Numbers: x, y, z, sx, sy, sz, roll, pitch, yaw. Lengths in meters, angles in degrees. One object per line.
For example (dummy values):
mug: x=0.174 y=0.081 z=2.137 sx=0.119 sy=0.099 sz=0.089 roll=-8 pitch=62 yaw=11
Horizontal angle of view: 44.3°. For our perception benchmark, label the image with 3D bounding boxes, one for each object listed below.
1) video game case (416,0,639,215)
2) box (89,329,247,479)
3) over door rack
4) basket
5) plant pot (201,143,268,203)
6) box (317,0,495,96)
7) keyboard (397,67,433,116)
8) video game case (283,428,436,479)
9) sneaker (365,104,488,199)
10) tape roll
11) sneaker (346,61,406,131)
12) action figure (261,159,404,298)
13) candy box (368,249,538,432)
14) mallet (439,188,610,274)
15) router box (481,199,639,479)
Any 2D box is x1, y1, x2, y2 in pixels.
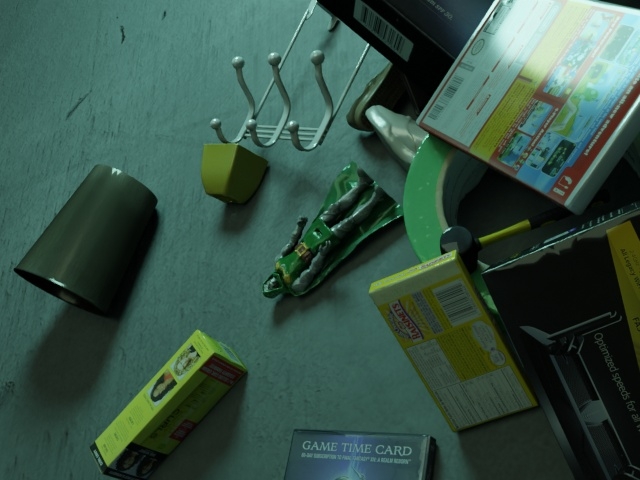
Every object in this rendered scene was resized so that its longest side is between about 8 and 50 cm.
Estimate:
video game case: x=0.236 y=-0.167 z=0.845 sx=0.204 sy=0.025 sz=0.285 roll=-57 pitch=34 yaw=8
box: x=-0.216 y=0.240 z=1.122 sx=0.232 sy=0.087 sz=0.058 roll=-47 pitch=48 yaw=0
over door rack: x=-0.022 y=-0.289 z=1.254 sx=0.240 sy=0.108 sz=0.324 roll=14 pitch=63 yaw=51
basket: x=-0.393 y=-0.005 z=1.369 sx=0.204 sy=0.154 sz=0.226 roll=12 pitch=67 yaw=40
plant pot: x=-0.149 y=-0.107 z=1.301 sx=0.081 sy=0.081 sz=0.083 roll=5 pitch=78 yaw=38
box: x=0.172 y=-0.398 z=1.071 sx=0.296 sy=0.183 sz=0.294 roll=40 pitch=85 yaw=3
keyboard: x=0.156 y=-0.278 z=1.167 sx=0.100 sy=0.038 sz=0.192 roll=-18 pitch=85 yaw=-1
video game case: x=0.026 y=0.358 z=0.909 sx=0.196 sy=0.026 sz=0.274 roll=-6 pitch=58 yaw=34
sneaker: x=0.152 y=-0.138 z=1.105 sx=0.094 sy=0.080 sz=0.212 roll=-43 pitch=56 yaw=1
tape roll: x=0.261 y=-0.049 z=0.921 sx=0.321 sy=0.077 sz=0.321 roll=-11 pitch=61 yaw=21
sneaker: x=0.106 y=-0.247 z=1.210 sx=0.188 sy=0.066 sz=0.071 roll=-47 pitch=27 yaw=-9
action figure: x=0.000 y=0.000 z=1.136 sx=0.232 sy=0.063 sz=0.137 roll=-47 pitch=49 yaw=7
candy box: x=0.148 y=0.115 z=0.862 sx=0.105 sy=0.205 sz=0.027 roll=-23 pitch=20 yaw=24
mallet: x=0.216 y=-0.018 z=0.843 sx=0.190 sy=0.062 sz=0.039 roll=-25 pitch=58 yaw=12
router box: x=0.320 y=0.116 z=0.697 sx=0.243 sy=0.081 sz=0.308 roll=-25 pitch=86 yaw=22
